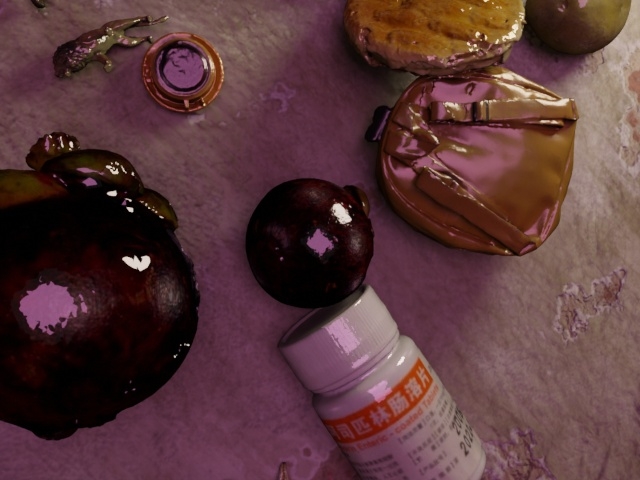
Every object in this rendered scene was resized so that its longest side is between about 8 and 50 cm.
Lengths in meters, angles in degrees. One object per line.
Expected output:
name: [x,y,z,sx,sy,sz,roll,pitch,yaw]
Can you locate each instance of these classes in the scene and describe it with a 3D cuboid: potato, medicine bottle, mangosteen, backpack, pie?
potato: [0.510,-0.461,1.261,0.235,0.160,0.178,-10,129,-26]
medicine bottle: [0.105,0.277,1.108,0.211,0.211,0.371,-35,96,-12]
mangosteen: [-0.371,0.070,0.949,0.381,0.381,0.421,-4,50,-13]
mangosteen: [0.000,0.000,1.105,0.265,0.228,0.228,-16,92,-46]
backpack: [0.278,-0.156,1.169,0.378,0.201,0.353,24,84,-13]
mangosteen: [-0.434,0.288,1.052,0.081,0.081,0.081,1,88,-13]
pie: [0.200,-0.399,1.144,0.339,0.083,0.339,-2,51,3]

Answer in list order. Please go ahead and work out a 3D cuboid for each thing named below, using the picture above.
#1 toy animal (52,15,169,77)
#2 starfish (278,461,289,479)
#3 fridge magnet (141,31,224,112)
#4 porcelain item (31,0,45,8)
toy animal: [-0.356,-0.341,1.097,0.220,0.086,0.069,-28,133,-17]
starfish: [-0.086,0.483,1.135,0.208,0.053,0.176,24,73,-6]
fridge magnet: [-0.241,-0.296,1.127,0.143,0.063,0.143,0,91,-11]
porcelain item: [-0.515,-0.489,1.062,0.069,0.081,0.216,-28,94,-12]
